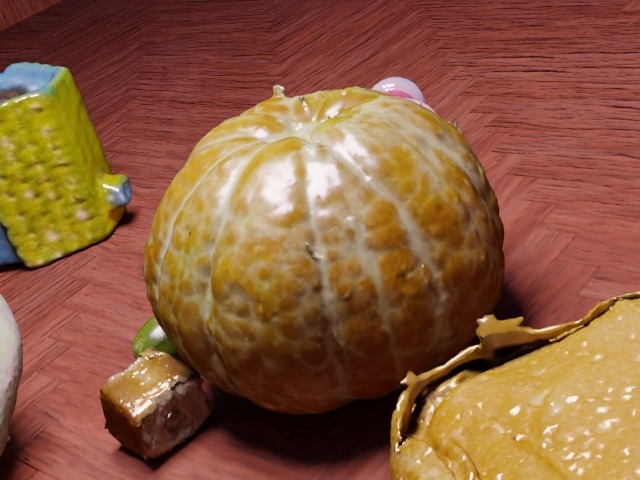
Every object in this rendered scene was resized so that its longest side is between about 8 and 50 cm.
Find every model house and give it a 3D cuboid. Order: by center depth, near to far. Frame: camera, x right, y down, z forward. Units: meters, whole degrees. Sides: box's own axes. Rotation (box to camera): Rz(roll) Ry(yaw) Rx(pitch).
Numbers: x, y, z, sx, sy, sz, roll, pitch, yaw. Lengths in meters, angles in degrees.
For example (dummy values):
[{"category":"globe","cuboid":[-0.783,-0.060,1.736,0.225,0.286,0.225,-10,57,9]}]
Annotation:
[{"category":"model house","cuboid":[-0.419,-0.096,1.347,0.303,0.237,0.215,-10,30,12]}]

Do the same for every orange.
[{"category":"orange","cuboid":[0.000,0.000,0.893,0.329,0.249,0.329,-9,26,5]}]

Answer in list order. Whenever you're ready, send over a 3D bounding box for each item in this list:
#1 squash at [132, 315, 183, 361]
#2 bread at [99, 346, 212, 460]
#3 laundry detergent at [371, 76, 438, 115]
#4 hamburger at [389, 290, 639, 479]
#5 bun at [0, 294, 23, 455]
[{"category":"squash","cuboid":[-0.095,0.057,1.045,0.066,0.066,0.252,10,39,43]},{"category":"bread","cuboid":[-0.149,0.152,0.904,0.083,0.076,0.070,-36,44,-30]},{"category":"laundry detergent","cuboid":[0.086,-0.109,1.221,0.159,0.087,0.335,-12,27,12]},{"category":"hamburger","cuboid":[0.194,0.149,0.603,0.319,0.158,0.318,-15,28,8]},{"category":"bun","cuboid":[-0.416,0.152,0.934,0.293,0.187,0.293,2,62,-4]}]
